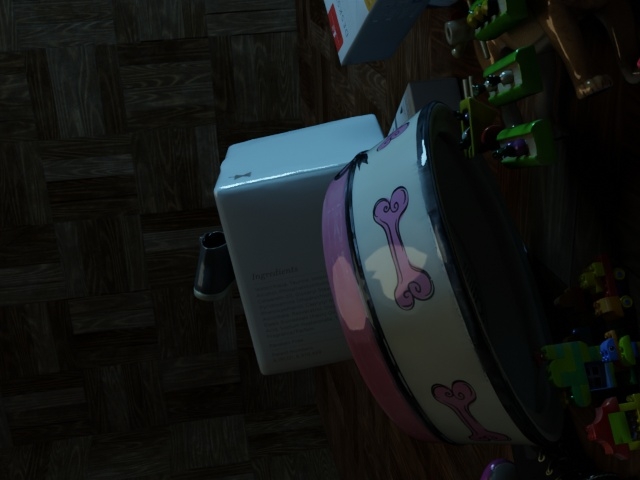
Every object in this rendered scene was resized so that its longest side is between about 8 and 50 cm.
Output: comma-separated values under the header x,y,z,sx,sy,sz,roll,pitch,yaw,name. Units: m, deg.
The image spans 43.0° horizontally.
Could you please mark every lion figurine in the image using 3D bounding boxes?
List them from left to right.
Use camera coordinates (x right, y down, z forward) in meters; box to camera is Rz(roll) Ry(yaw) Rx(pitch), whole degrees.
x,y,z,sx,sy,sz,roll,pitch,yaw,name
0.226,-0.239,0.842,0.240,0.142,0.392,68,162,6,lion figurine

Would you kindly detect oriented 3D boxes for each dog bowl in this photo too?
x,y,z,sx,sy,sz,roll,pitch,yaw,name
0.145,0.053,0.956,0.408,0.150,0.408,50,-152,-40,dog bowl

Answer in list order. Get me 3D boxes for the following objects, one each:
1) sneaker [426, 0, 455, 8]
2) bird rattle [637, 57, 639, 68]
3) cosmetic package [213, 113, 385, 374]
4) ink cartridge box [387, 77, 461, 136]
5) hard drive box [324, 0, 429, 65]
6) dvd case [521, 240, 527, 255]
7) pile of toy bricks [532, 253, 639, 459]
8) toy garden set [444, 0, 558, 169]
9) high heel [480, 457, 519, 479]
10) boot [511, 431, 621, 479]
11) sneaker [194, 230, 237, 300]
x,y,z,sx,sy,sz,roll,pitch,yaw,name
0.172,-0.502,1.172,0.236,0.130,0.323,-141,48,-66,sneaker
0.302,-0.012,0.634,0.207,0.143,0.254,67,-167,-57,bird rattle
0.000,0.000,1.629,0.329,0.327,0.394,-93,-9,-68,cosmetic package
0.184,-0.162,1.403,0.208,0.086,0.153,105,158,-70,ink cartridge box
0.074,-0.387,1.189,0.232,0.089,0.181,133,123,-75,hard drive box
0.259,0.003,1.259,0.221,0.018,0.165,-104,12,-46,dvd case
0.285,0.132,0.883,0.118,0.105,0.212,109,154,-71,pile of toy bricks
0.160,-0.189,0.832,0.204,0.049,0.244,-141,38,-85,toy garden set
0.257,0.476,1.217,0.181,0.127,0.377,-156,56,-68,high heel
0.292,0.270,1.016,0.236,0.085,0.179,98,166,-60,boot
-0.191,0.022,1.617,0.222,0.083,0.118,-77,-4,-66,sneaker
